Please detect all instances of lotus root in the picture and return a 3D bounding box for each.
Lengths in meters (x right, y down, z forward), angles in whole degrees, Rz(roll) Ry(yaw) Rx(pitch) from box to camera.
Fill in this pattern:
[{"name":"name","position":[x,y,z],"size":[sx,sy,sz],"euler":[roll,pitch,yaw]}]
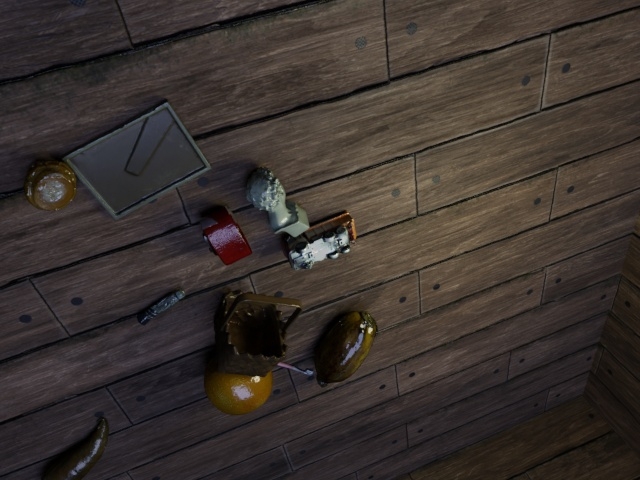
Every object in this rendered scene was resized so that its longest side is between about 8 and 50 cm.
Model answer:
[{"name":"lotus root","position":[0.103,0.467,2.162],"size":[0.195,0.179,0.398],"euler":[21,113,-32]}]

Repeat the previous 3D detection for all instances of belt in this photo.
[{"name":"belt","position":[-0.315,-0.010,1.660],"size":[0.124,0.128,0.201],"euler":[-27,132,-4]}]

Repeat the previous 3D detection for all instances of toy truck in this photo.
[{"name":"toy truck","position":[0.000,0.000,1.807],"size":[0.270,0.135,0.114],"euler":[-22,128,-12]}]

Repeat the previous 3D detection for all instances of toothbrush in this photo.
[{"name":"toothbrush","position":[-0.138,0.551,2.226],"size":[0.286,0.020,0.025],"euler":[26,103,-36]}]

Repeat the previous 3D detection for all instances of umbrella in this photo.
[{"name":"umbrella","position":[-0.562,0.230,1.789],"size":[0.188,0.050,0.046],"euler":[-35,110,5]}]

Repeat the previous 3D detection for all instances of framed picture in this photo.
[{"name":"framed picture","position":[-0.524,-0.226,1.477],"size":[0.335,0.022,0.247],"euler":[-29,130,-1]}]

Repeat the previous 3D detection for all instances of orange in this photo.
[{"name":"orange","position":[-0.321,0.542,1.982],"size":[0.274,0.274,0.274],"euler":[-12,128,-15]}]

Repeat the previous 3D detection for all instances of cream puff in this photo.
[{"name":"cream puff","position":[-0.736,-0.155,1.385],"size":[0.126,0.103,0.144],"euler":[15,118,-46]}]

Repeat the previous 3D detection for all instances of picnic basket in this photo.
[{"name":"picnic basket","position":[-0.235,0.304,1.822],"size":[0.254,0.291,0.321],"euler":[13,131,-29]}]

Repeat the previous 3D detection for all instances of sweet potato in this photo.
[{"name":"sweet potato","position":[-0.980,0.891,2.054],"size":[0.422,0.130,0.130],"euler":[-45,129,5]}]

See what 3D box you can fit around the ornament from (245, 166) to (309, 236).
[{"name":"ornament","position":[-0.142,-0.108,1.663],"size":[0.120,0.130,0.285],"euler":[-25,132,12]}]
